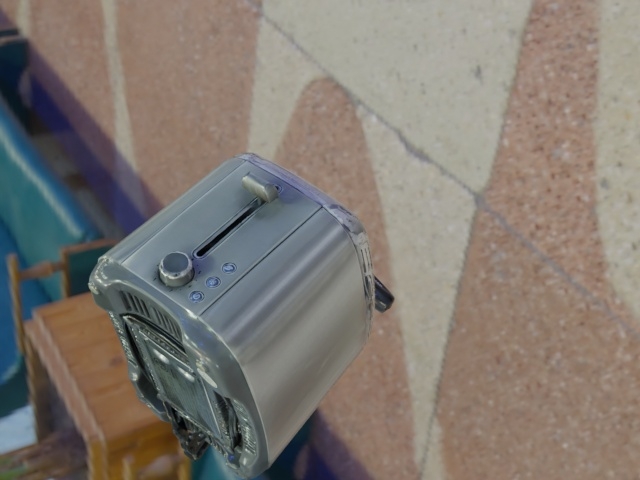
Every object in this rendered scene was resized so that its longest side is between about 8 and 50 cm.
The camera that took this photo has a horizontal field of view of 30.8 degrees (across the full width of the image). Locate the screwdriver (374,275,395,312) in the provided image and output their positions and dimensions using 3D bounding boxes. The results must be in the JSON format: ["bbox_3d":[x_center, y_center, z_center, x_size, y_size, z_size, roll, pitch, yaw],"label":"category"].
[{"bbox_3d":[0.000,0.000,1.016,0.170,0.025,0.024,46,150,4],"label":"screwdriver"}]

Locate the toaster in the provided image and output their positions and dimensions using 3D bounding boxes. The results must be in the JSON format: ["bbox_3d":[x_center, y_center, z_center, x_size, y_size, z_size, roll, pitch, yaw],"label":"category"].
[{"bbox_3d":[-0.047,0.052,0.762,0.129,0.146,0.227,32,153,26],"label":"toaster"}]
